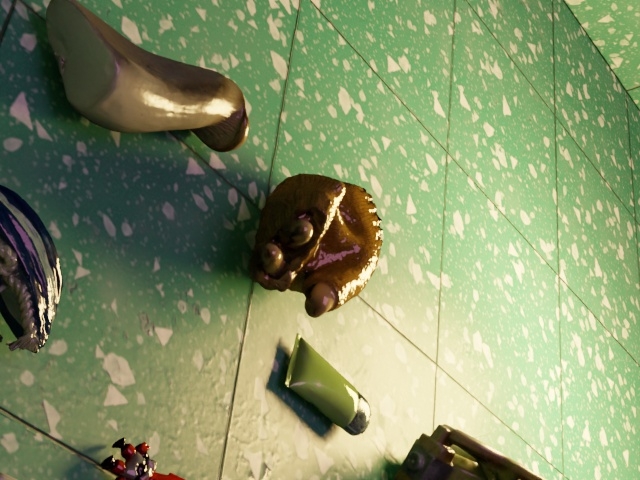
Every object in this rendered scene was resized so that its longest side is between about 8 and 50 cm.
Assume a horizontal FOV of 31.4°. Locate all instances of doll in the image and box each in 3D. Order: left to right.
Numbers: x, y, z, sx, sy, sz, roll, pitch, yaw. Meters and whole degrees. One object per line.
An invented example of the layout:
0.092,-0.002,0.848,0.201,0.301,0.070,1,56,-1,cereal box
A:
-0.184,0.302,1.333,0.169,0.057,0.109,54,32,-21,doll

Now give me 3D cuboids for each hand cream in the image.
0.011,0.223,1.689,0.175,0.046,0.095,42,42,-28,hand cream

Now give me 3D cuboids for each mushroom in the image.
-0.214,-0.207,1.497,0.329,0.122,0.159,13,72,-55,mushroom

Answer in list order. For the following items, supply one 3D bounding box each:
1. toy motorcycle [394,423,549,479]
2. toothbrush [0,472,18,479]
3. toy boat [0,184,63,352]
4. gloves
0.279,0.419,1.725,0.237,0.410,0.168,31,88,-43,toy motorcycle
-0.252,0.317,1.253,0.276,0.025,0.019,42,42,-38,toothbrush
-0.372,0.064,1.170,0.210,0.070,0.291,46,43,-27,toy boat
-0.012,0.002,1.663,0.356,0.155,0.203,-16,95,-74,gloves
